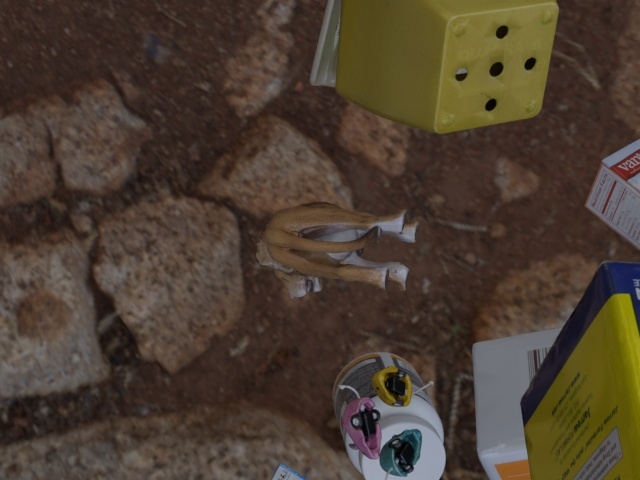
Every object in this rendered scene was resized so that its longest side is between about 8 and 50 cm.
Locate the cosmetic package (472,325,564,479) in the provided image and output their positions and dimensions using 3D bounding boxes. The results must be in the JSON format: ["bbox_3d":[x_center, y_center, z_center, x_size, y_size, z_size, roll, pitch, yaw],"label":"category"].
[{"bbox_3d":[0.352,0.294,1.403,0.230,0.161,0.453,-13,135,18],"label":"cosmetic package"}]

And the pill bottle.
[{"bbox_3d":[0.112,0.301,1.904,0.162,0.278,0.162,-2,106,-5],"label":"pill bottle"}]

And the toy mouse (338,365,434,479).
[{"bbox_3d":[0.061,0.200,1.202,0.161,0.031,0.143,26,60,-47],"label":"toy mouse"}]

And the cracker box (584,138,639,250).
[{"bbox_3d":[0.385,-0.015,1.076,0.156,0.232,0.067,-27,147,-30],"label":"cracker box"}]

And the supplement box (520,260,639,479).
[{"bbox_3d":[0.258,0.211,0.683,0.194,0.356,0.195,2,146,-8],"label":"supplement box"}]

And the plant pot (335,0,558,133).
[{"bbox_3d":[0.157,-0.236,1.353,0.212,0.187,0.212,-11,128,-21],"label":"plant pot"}]

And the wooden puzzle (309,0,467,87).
[{"bbox_3d":[0.118,-0.289,1.659,0.239,0.044,0.221,6,134,-10],"label":"wooden puzzle"}]

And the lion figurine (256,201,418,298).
[{"bbox_3d":[0.000,0.000,1.606,0.392,0.240,0.142,50,51,-77],"label":"lion figurine"}]

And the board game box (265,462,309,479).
[{"bbox_3d":[-0.143,0.570,1.949,0.086,0.302,0.308,32,137,-1],"label":"board game box"}]
